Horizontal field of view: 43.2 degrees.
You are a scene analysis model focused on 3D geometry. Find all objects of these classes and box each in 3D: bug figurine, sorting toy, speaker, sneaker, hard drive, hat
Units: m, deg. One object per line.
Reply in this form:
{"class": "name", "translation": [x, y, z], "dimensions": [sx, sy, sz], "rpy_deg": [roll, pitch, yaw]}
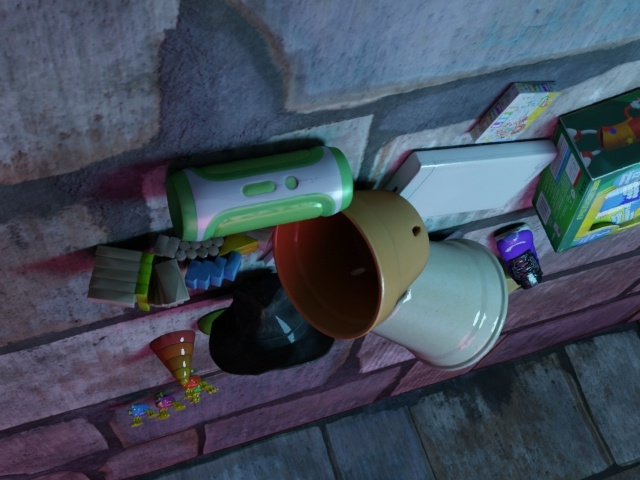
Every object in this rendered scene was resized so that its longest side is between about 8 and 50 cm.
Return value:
{"class": "bug figurine", "translation": [-0.444, 0.470, 2.438], "dimensions": [0.279, 0.072, 0.216], "rpy_deg": [-29, 163, 10]}
{"class": "sorting toy", "translation": [-0.253, 0.257, 2.026], "dimensions": [0.365, 0.126, 0.127], "rpy_deg": [-25, 158, 14]}
{"class": "speaker", "translation": [-0.101, -0.081, 1.355], "dimensions": [0.296, 0.131, 0.131], "rpy_deg": [-12, 157, -20]}
{"class": "sneaker", "translation": [0.560, 0.056, 2.220], "dimensions": [0.102, 0.146, 0.293], "rpy_deg": [-25, 158, 11]}
{"class": "hard drive", "translation": [0.297, -0.123, 1.704], "dimensions": [0.352, 0.047, 0.233], "rpy_deg": [-8, 156, -28]}
{"class": "hat", "translation": [-0.112, 0.154, 1.805], "dimensions": [0.331, 0.331, 0.134], "rpy_deg": [-15, 119, -13]}

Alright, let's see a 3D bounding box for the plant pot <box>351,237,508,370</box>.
{"class": "plant pot", "translation": [0.217, 0.124, 1.911], "dimensions": [0.305, 0.334, 0.333], "rpy_deg": [17, 139, -41]}

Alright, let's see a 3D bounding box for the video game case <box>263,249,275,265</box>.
{"class": "video game case", "translation": [0.000, 0.000, 1.773], "dimensions": [0.201, 0.023, 0.183], "rpy_deg": [-2, 153, -35]}

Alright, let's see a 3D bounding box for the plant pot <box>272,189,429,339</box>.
{"class": "plant pot", "translation": [0.076, 0.023, 1.583], "dimensions": [0.203, 0.291, 0.291], "rpy_deg": [-23, 165, -40]}

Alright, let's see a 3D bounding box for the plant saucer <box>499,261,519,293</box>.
{"class": "plant saucer", "translation": [0.415, 0.164, 2.444], "dimensions": [0.332, 0.081, 0.333], "rpy_deg": [-7, 154, -30]}

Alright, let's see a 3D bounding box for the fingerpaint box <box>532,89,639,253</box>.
{"class": "fingerpaint box", "translation": [0.699, -0.163, 1.795], "dimensions": [0.370, 0.163, 0.445], "rpy_deg": [-19, 159, -1]}

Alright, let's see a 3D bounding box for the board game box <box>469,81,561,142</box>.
{"class": "board game box", "translation": [0.363, -0.239, 1.511], "dimensions": [0.103, 0.026, 0.154], "rpy_deg": [-7, 155, -28]}

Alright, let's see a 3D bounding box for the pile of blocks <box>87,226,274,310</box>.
{"class": "pile of blocks", "translation": [-0.255, 0.060, 1.523], "dimensions": [0.362, 0.149, 0.113], "rpy_deg": [-15, 158, -13]}
